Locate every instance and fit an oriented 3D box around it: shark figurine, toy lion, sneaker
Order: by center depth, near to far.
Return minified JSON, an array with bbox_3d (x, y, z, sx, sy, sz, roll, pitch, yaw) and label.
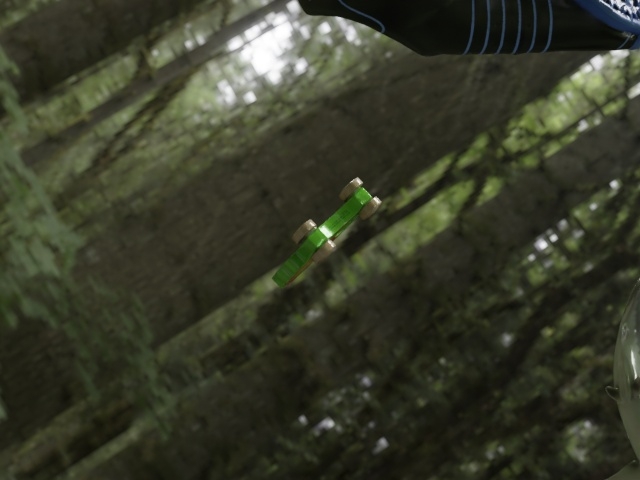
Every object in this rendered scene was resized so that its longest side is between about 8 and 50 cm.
[{"bbox_3d":[0.092,-0.139,0.720,0.090,0.232,0.081,-33,-123,45],"label":"sneaker"},{"bbox_3d":[0.000,0.000,1.170,0.034,0.100,0.096,45,-27,4],"label":"toy lion"},{"bbox_3d":[0.333,0.143,1.266,0.166,0.116,0.278,-27,-110,46],"label":"shark figurine"}]
